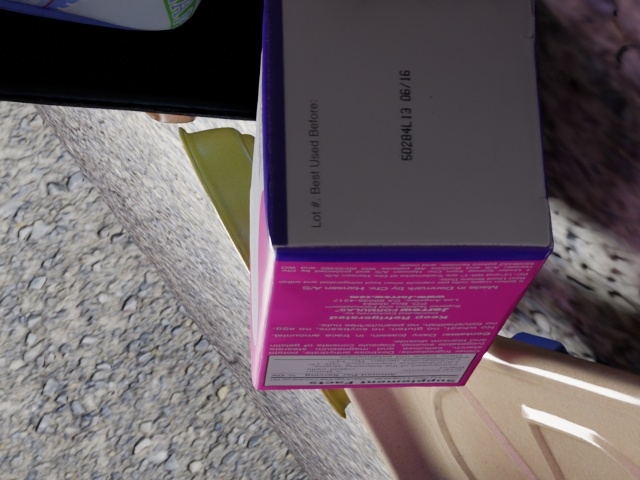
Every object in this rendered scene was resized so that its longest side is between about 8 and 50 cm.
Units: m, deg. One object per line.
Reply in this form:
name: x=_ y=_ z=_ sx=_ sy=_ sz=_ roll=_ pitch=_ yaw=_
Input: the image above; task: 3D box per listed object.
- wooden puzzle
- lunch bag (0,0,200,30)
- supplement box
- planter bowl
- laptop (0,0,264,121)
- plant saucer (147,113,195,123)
wooden puzzle: x=0.174 y=0.174 z=0.846 sx=0.348 sy=0.080 sz=0.322 roll=6 pitch=128 yaw=62
lunch bag: x=-0.170 y=-0.225 z=0.725 sx=0.243 sy=0.115 sz=0.303 roll=2 pitch=-139 yaw=-43
supplement box: x=0.025 y=-0.012 z=0.706 sx=0.220 sy=0.114 sz=0.111 roll=106 pitch=163 yaw=-71
planter bowl: x=0.000 y=0.000 z=1.028 sx=0.217 sy=0.090 sz=0.217 roll=61 pitch=-179 yaw=-3
laptop: x=-0.234 y=-0.107 z=0.853 sx=0.382 sy=0.408 sz=0.236 roll=0 pitch=-107 yaw=-52
plant saucer: x=-0.177 y=-0.170 z=1.454 sx=0.168 sy=0.029 sz=0.168 roll=50 pitch=169 yaw=13
